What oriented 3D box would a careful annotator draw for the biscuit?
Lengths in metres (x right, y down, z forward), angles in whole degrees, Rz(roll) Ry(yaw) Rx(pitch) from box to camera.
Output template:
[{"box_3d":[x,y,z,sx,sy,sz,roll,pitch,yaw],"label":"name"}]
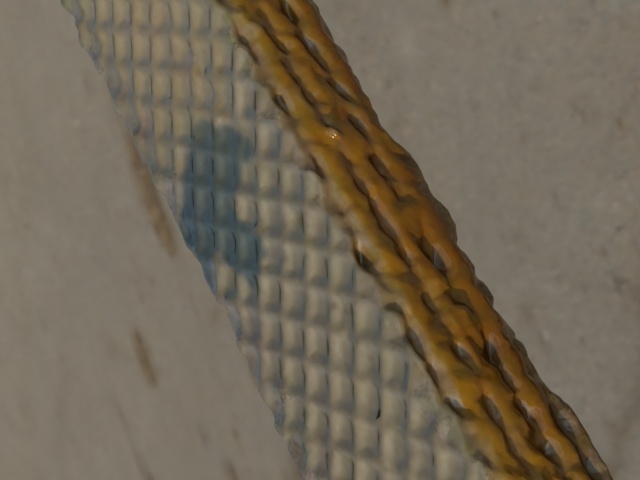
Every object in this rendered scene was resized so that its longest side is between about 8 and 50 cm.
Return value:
[{"box_3d":[0.000,0.000,0.621,0.378,0.054,0.094,62,139,25],"label":"biscuit"}]
